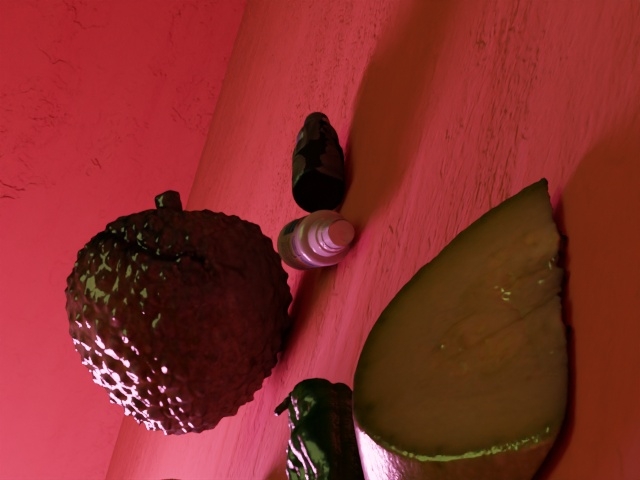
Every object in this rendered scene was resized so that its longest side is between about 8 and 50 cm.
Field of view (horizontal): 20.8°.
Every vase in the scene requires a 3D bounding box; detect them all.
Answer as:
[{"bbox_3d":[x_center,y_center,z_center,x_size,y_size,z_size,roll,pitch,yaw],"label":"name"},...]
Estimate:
[{"bbox_3d":[-0.003,-0.098,1.978,0.211,0.060,0.060,-91,22,-64],"label":"vase"}]

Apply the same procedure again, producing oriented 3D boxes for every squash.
[{"bbox_3d":[0.099,0.117,1.098,0.204,0.155,0.237,-25,29,22],"label":"squash"}]

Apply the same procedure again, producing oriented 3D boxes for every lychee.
[{"bbox_3d":[-0.158,0.080,1.947,0.255,0.255,0.274,153,116,-77],"label":"lychee"}]

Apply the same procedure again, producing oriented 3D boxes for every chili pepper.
[{"bbox_3d":[0.000,0.199,1.325,0.100,0.074,0.257,119,166,-46],"label":"chili pepper"}]

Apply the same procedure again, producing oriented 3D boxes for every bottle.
[{"bbox_3d":[0.000,0.000,1.777,0.217,0.060,0.060,170,119,-79],"label":"bottle"}]

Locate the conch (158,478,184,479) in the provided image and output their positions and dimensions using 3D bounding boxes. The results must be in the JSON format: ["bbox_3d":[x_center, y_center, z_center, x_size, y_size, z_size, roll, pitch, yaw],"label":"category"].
[{"bbox_3d":[-0.165,0.346,1.778,0.185,0.121,0.221,-86,8,-69],"label":"conch"}]
